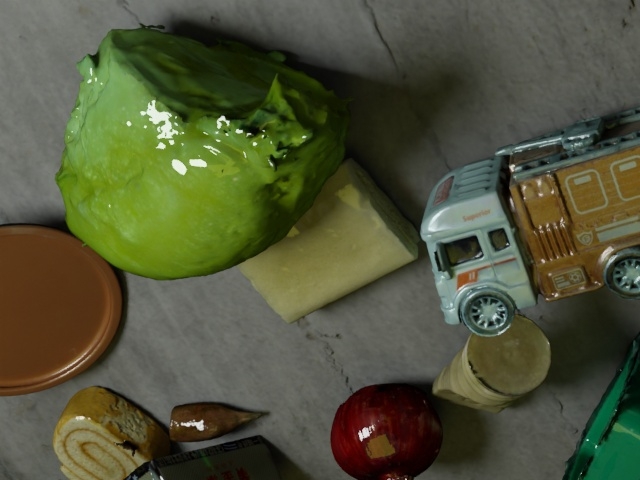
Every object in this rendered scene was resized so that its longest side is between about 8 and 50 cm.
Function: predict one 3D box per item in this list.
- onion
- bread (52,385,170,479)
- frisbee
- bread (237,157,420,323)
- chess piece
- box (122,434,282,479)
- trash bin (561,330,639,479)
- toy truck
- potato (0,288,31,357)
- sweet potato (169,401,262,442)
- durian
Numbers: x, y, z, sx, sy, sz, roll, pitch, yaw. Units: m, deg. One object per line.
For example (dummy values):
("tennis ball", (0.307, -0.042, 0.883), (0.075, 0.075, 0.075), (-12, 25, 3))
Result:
("onion", (0.077, 0.221, 1.454), (0.131, 0.131, 0.131), (6, 124, 9))
("bread", (-0.264, 0.260, 1.585), (0.149, 0.073, 0.122), (37, 124, -13))
("frisbee", (-0.351, 0.081, 1.458), (0.251, 0.021, 0.250), (-10, 128, -14))
("bread", (0.000, 0.000, 1.361), (0.178, 0.060, 0.139), (-26, 114, 26))
("chess piece", (0.178, 0.146, 1.376), (0.090, 0.090, 0.200), (20, 160, -1))
("box", (-0.214, 0.358, 1.561), (0.310, 0.198, 0.084), (-40, 68, 31))
("trash bin", (0.458, 0.267, 1.326), (0.381, 0.295, 0.259), (27, 121, 10))
("toy truck", (0.247, -0.029, 1.244), (0.305, 0.136, 0.162), (-17, 111, 19))
("potato", (-0.389, 0.081, 1.497), (0.096, 0.066, 0.103), (2, 122, -18))
("sweet potato", (-0.127, 0.217, 1.547), (0.117, 0.049, 0.049), (-8, 121, 10))
("durian", (-0.128, -0.083, 1.267), (0.256, 0.204, 0.339), (41, 132, 10))
